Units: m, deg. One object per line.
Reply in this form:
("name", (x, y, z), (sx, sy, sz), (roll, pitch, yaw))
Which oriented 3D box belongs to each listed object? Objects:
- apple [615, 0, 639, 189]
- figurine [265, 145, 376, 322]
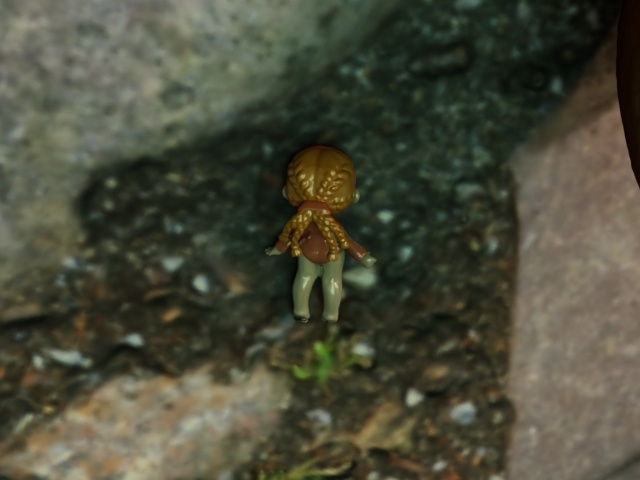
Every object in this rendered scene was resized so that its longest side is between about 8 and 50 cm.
("apple", (0.260, -0.139, 0.836), (0.179, 0.254, 0.346), (36, 109, -10))
("figurine", (0.000, 0.000, 0.948), (0.064, 0.047, 0.109), (6, 117, 7))
